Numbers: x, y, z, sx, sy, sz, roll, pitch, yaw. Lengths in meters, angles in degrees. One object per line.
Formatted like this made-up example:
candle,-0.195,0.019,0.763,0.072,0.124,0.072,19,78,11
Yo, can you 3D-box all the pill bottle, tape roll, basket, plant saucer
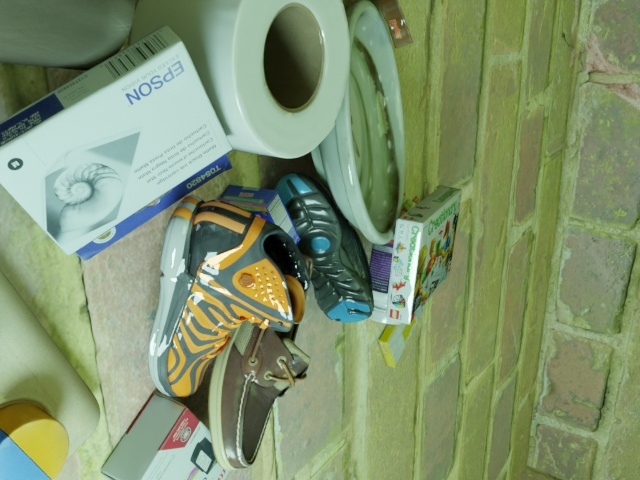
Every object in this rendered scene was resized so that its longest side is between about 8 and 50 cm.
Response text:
pill bottle,0.155,0.076,1.394,0.108,0.108,0.194,2,99,-58
tape roll,-0.095,-0.235,0.833,0.246,0.169,0.246,-28,124,-52
basket,-0.283,-0.226,0.552,0.227,0.204,0.154,-11,82,-66
plant saucer,0.058,-0.190,1.099,0.400,0.100,0.401,-3,90,-71

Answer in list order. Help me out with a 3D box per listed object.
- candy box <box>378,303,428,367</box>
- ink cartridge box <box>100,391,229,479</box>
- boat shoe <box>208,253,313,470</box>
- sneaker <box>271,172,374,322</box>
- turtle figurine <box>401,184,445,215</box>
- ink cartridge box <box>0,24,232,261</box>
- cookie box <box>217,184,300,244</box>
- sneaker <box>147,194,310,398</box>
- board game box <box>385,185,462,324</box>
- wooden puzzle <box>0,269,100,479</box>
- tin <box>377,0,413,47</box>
candy box,0.206,0.199,1.593,0.206,0.027,0.105,-55,139,-32
ink cartridge box,-0.210,0.322,0.937,0.127,0.072,0.175,-59,143,-28
boat shoe,-0.077,0.177,0.992,0.123,0.123,0.342,53,43,-59
sneaker,0.000,0.000,1.150,0.140,0.125,0.341,-86,158,-45
turtle figurine,0.251,-0.037,1.524,0.217,0.087,0.270,-48,138,-38
ink cartridge box,-0.208,-0.082,0.702,0.223,0.045,0.224,-35,147,-10
cookie box,-0.092,-0.030,0.984,0.040,0.091,0.107,-59,143,-32
sneaker,-0.116,0.104,0.845,0.125,0.180,0.321,-70,175,-54
board game box,0.207,0.017,1.271,0.305,0.053,0.193,-33,131,-61
wooden puzzle,-0.383,0.206,0.619,0.348,0.080,0.322,-52,140,-35
tin,0.124,-0.417,1.155,0.190,0.040,0.106,-95,164,-47
